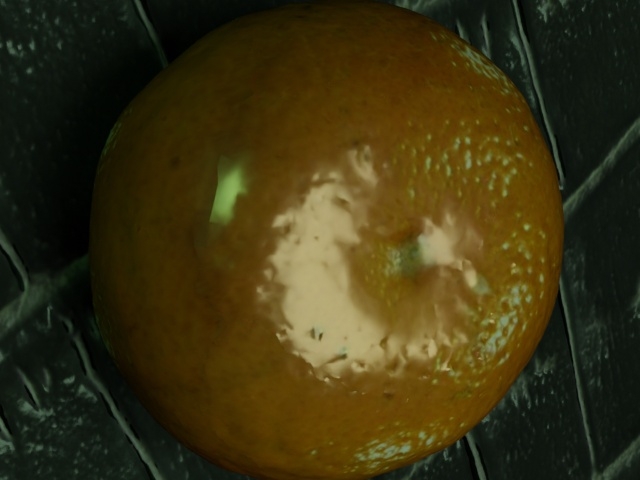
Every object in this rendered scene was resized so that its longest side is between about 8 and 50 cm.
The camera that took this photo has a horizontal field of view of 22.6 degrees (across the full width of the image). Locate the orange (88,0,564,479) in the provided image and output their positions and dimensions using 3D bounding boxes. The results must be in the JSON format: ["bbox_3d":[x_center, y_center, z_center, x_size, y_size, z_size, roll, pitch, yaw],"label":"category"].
[{"bbox_3d":[0.000,0.000,1.383,0.424,0.326,0.424,0,90,-29],"label":"orange"}]
